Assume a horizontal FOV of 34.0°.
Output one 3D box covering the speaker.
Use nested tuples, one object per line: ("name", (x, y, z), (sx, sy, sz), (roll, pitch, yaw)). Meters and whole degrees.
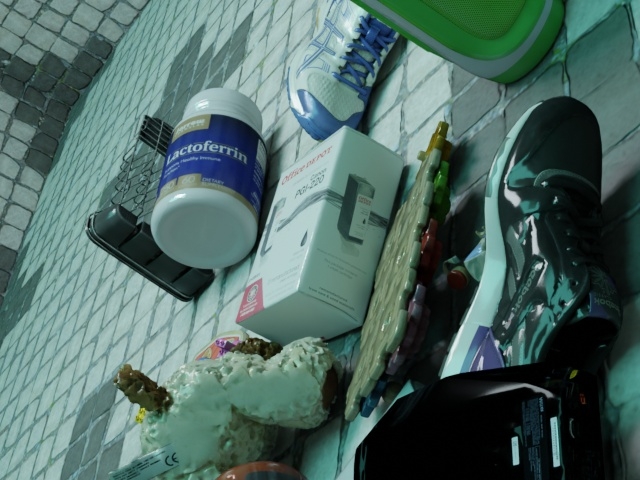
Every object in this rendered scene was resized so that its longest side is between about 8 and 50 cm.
("speaker", (0.098, -0.276, 1.043), (0.131, 0.296, 0.131), (-46, 28, 33))

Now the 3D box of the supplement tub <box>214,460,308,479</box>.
("supplement tub", (-0.044, 0.282, 0.854), (0.106, 0.106, 0.198), (-52, 24, 21))

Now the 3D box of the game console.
("game console", (0.097, 0.262, 0.679), (0.213, 0.044, 0.361), (-27, 52, 48))

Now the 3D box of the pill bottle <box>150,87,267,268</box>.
("pill bottle", (-0.159, -0.099, 1.559), (0.153, 0.153, 0.264), (-43, 29, 36))

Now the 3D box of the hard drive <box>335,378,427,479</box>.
("hard drive", (0.028, 0.292, 0.881), (0.307, 0.040, 0.203), (-56, 24, 14))

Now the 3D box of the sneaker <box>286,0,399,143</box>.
("sneaker", (0.043, -0.261, 1.379), (0.131, 0.112, 0.296), (-34, 36, 47))

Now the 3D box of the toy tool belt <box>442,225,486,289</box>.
("toy tool belt", (0.154, 0.013, 0.935), (0.083, 0.052, 0.051), (-34, 4, 42))

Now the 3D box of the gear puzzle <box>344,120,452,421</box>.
("gear puzzle", (0.094, 0.014, 1.038), (0.175, 0.044, 0.339), (113, 175, -49))

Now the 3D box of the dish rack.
("dish rack", (-0.239, -0.062, 1.632), (0.074, 0.208, 0.271), (-32, 35, 31))

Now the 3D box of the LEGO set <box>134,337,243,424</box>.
("LEGO set", (-0.162, 0.209, 1.271), (0.087, 0.093, 0.227), (8, 71, 48))

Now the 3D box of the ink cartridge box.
("ink cartridge box", (0.000, 0.000, 1.196), (0.158, 0.092, 0.218), (-30, 36, 55))

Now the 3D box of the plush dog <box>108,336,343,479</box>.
("plush dog", (-0.115, 0.203, 1.129), (0.225, 0.211, 0.262), (99, -163, -79))

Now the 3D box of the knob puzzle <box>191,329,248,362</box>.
("knob puzzle", (-0.158, 0.196, 1.385), (0.213, 0.030, 0.213), (-46, 27, 32))

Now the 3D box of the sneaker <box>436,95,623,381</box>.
("sneaker", (0.188, 0.026, 0.790), (0.124, 0.107, 0.283), (0, 73, 60))
